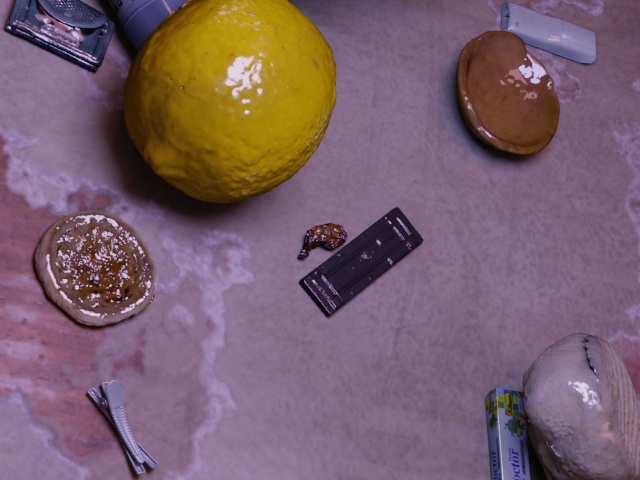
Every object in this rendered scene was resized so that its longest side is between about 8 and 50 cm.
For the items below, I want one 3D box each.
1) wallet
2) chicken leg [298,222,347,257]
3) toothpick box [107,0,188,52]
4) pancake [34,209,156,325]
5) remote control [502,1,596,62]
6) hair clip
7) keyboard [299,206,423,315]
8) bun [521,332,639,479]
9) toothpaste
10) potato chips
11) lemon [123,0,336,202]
[{"bbox_3d":[-0.326,-0.277,1.935,0.129,0.026,0.088,25,55,-17],"label":"wallet"},{"bbox_3d":[0.000,-0.002,1.978,0.083,0.021,0.036,-18,84,-35],"label":"chicken leg"},{"bbox_3d":[-0.230,-0.326,1.970,0.101,0.101,0.153,-26,78,-37],"label":"toothpick box"},{"bbox_3d":[-0.262,0.031,1.805,0.151,0.025,0.152,14,57,-22],"label":"pancake"},{"bbox_3d":[0.354,-0.322,2.352,0.162,0.029,0.061,16,56,-22],"label":"remote control"},{"bbox_3d":[-0.220,0.209,1.725,0.030,0.039,0.115,-26,82,-32],"label":"hair clip"},{"bbox_3d":[0.057,0.026,2.001,0.061,0.013,0.204,51,51,3],"label":"keyboard"},{"bbox_3d":[0.336,0.237,1.952,0.239,0.141,0.239,49,31,-43],"label":"bun"},{"bbox_3d":[0.242,0.270,1.962,0.046,0.034,0.164,11,60,-21],"label":"toothpaste"},{"bbox_3d":[0.259,-0.209,2.216,0.195,0.062,0.208,8,59,-33],"label":"potato chips"},{"bbox_3d":[-0.104,-0.182,1.870,0.253,0.253,0.310,43,54,-3],"label":"lemon"}]
